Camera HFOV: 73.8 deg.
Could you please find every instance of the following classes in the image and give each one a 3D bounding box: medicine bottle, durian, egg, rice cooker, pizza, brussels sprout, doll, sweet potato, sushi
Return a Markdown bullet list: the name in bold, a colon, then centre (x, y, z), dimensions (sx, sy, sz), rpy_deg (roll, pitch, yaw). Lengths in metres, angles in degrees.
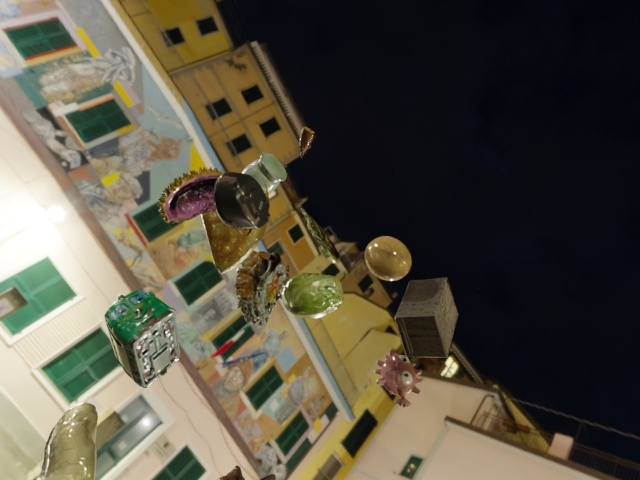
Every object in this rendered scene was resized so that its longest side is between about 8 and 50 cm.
- **medicine bottle**: centre (-0.233, -0.269, 1.755), dimensions (0.143, 0.147, 0.147), rpy_deg (-37, -87, 26)
- **durian**: centre (-0.401, -0.158, 1.366), dimensions (0.186, 0.260, 0.154), rpy_deg (31, -40, 59)
- **egg**: centre (0.317, 0.087, 1.962), dimensions (0.244, 0.201, 0.201), rpy_deg (33, -31, 62)
- **rice cooker**: centre (-0.225, -0.106, 1.223), dimensions (0.118, 0.142, 0.203), rpy_deg (1, -32, 20)
- **pizza**: centre (-0.283, -0.041, 1.536), dimensions (0.087, 0.257, 0.269), rpy_deg (33, 40, -76)
- **brussels sprout**: centre (-0.028, 0.204, 1.519), dimensions (0.223, 0.161, 0.223), rpy_deg (2, -29, 1)
- **doll**: centre (0.347, 0.609, 1.893), dimensions (0.211, 0.262, 0.093), rpy_deg (4, -45, -2)
- **sweet potato**: centre (-0.054, -0.343, 1.499), dimensions (0.049, 0.049, 0.117), rpy_deg (35, -51, 20)
- **sushi**: centre (-0.317, 0.253, 2.278), dimensions (0.175, 0.417, 0.418), rpy_deg (11, -47, 17)

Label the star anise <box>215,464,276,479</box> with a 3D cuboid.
- **star anise**: centre (-0.147, 0.502, 0.713), dimensions (0.214, 0.099, 0.220), rpy_deg (-26, -120, 30)

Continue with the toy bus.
- **toy bus**: centre (-0.606, 0.325, 1.452), dimensions (0.199, 0.183, 0.344), rpy_deg (34, -43, 18)

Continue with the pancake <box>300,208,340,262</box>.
- **pancake**: centre (0.003, 0.003, 2.211), dimensions (0.305, 0.067, 0.427), rpy_deg (49, 9, -30)

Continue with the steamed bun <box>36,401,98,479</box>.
- **steamed bun**: centre (-0.540, 0.477, 0.910), dimensions (0.212, 0.110, 0.231), rpy_deg (-25, -114, 57)

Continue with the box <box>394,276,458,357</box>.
- **box**: centre (0.467, 0.333, 1.861), dimensions (0.190, 0.297, 0.225), rpy_deg (-9, -67, 29)
